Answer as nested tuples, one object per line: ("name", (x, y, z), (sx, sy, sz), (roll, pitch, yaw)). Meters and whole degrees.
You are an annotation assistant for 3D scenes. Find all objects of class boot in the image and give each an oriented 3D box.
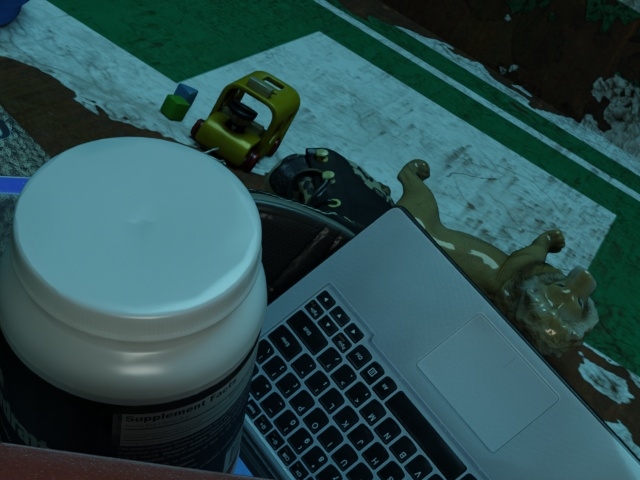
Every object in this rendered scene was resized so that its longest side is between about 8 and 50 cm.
("boot", (0.000, 0.000, 1.617), (0.377, 0.138, 0.284), (24, 21, -32))

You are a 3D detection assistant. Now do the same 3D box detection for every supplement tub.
("supplement tub", (-0.141, 0.078, 1.099), (0.191, 0.272, 0.191), (6, 47, -6))

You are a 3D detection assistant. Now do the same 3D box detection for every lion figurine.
("lion figurine", (0.196, 0.026, 2.000), (0.392, 0.142, 0.240), (21, 26, 18))

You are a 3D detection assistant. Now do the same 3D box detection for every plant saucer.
("plant saucer", (-0.120, 0.190, 0.994), (0.259, 0.258, 0.048), (8, 68, -8))

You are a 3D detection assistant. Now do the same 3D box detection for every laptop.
("laptop", (-0.008, 0.161, 1.249), (0.382, 0.408, 0.236), (49, -5, 33))

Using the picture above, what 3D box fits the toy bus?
("toy bus", (-0.101, -0.173, 2.063), (0.191, 0.104, 0.202), (13, 27, -36))

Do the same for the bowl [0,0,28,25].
("bowl", (-0.570, -0.413, 2.041), (0.391, 0.077, 0.391), (25, 22, -11))

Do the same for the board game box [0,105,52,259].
("board game box", (-0.404, -0.067, 1.391), (0.291, 0.141, 0.232), (42, 25, 30))
